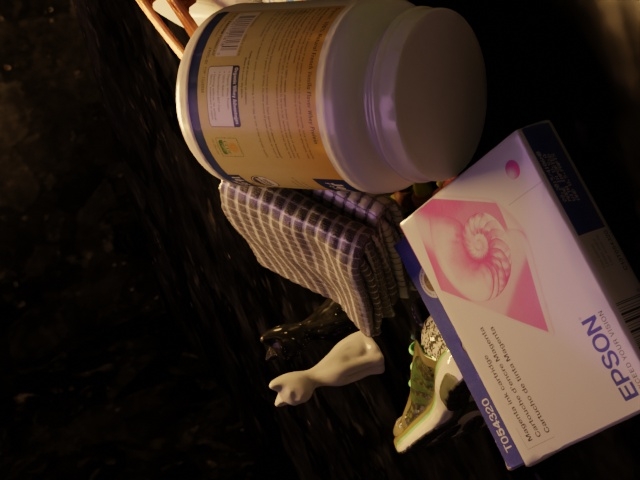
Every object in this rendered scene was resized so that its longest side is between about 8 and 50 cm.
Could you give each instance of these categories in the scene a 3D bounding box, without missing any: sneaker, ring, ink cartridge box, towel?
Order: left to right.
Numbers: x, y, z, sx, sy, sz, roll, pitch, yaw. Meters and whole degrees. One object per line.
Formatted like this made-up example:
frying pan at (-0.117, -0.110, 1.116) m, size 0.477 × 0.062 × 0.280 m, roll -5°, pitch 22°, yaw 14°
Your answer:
ring at (-0.207, -0.319, 1.717) m, size 0.336 × 0.032 × 0.336 m, roll 53°, pitch 174°, yaw 8°
towel at (0.000, 0.000, 1.777) m, size 0.235 × 0.121 × 0.284 m, roll 25°, pitch 160°, yaw 23°
sneaker at (0.182, 0.168, 1.821) m, size 0.410 × 0.158 × 0.182 m, roll 113°, pitch 142°, yaw -59°
ink cartridge box at (0.220, 0.082, 1.477) m, size 0.330 × 0.071 × 0.324 m, roll -42°, pitch 71°, yaw 49°

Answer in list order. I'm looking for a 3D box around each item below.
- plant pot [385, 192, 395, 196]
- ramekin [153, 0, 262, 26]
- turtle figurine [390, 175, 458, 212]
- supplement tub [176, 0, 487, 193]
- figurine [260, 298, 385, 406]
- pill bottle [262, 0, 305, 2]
plant pot at (0.054, -0.087, 1.915) m, size 0.109 × 0.096 × 0.109 m, roll 48°, pitch 154°, yaw 48°
ramekin at (-0.171, -0.408, 1.885) m, size 0.277 × 0.135 × 0.277 m, roll 26°, pitch 166°, yaw 7°
turtle figurine at (0.107, -0.111, 1.725) m, size 0.269 × 0.087 × 0.217 m, roll 33°, pitch 156°, yaw 35°
supplement tub at (0.013, -0.171, 1.526) m, size 0.316 × 0.228 × 0.228 m, roll 5°, pitch 122°, yaw 38°
figurine at (-0.001, 0.193, 2.264) m, size 0.092 × 0.209 × 0.215 m, roll 53°, pitch 159°, yaw 41°
pill bottle at (-0.005, -0.339, 1.712) m, size 0.221 × 0.124 × 0.124 m, roll 24°, pitch 134°, yaw 68°
